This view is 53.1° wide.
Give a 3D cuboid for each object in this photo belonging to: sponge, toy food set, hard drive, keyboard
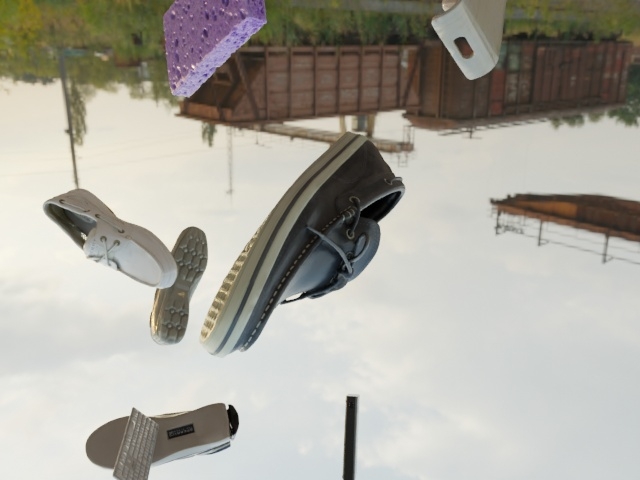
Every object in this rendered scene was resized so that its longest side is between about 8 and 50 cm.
[{"bbox_3d":[-0.135,-0.274,0.788,0.031,0.117,0.210,1,166,-37],"label":"sponge"},{"bbox_3d":[0.274,-0.488,1.202,0.092,0.306,0.220,2,165,32],"label":"toy food set"},{"bbox_3d":[0.052,0.331,1.084,0.022,0.135,0.094,2,169,5],"label":"hard drive"},{"bbox_3d":[-0.365,0.414,1.275,0.014,0.072,0.256,-42,-165,3],"label":"keyboard"}]

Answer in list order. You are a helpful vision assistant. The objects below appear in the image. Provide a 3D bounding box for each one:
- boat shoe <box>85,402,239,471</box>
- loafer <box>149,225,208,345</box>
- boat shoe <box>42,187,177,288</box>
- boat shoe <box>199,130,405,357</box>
[{"bbox_3d":[-0.358,0.473,1.493,0.340,0.158,0.127,-6,-119,-10],"label":"boat shoe"},{"bbox_3d":[-0.378,0.115,1.672,0.112,0.319,0.111,28,156,-33],"label":"loafer"},{"bbox_3d":[-0.382,0.006,1.140,0.277,0.098,0.096,31,-156,15],"label":"boat shoe"},{"bbox_3d":[0.000,0.000,0.917,0.156,0.187,0.500,38,-142,0],"label":"boat shoe"}]
